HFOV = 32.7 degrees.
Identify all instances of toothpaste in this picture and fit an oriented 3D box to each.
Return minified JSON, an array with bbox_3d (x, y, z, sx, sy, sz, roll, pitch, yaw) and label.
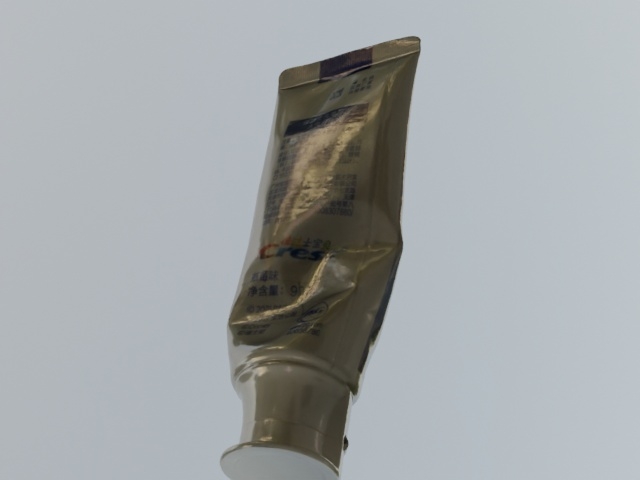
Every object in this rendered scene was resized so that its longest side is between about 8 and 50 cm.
[{"bbox_3d":[0.000,0.000,0.575,0.061,0.096,0.266,50,-141,-45],"label":"toothpaste"}]
